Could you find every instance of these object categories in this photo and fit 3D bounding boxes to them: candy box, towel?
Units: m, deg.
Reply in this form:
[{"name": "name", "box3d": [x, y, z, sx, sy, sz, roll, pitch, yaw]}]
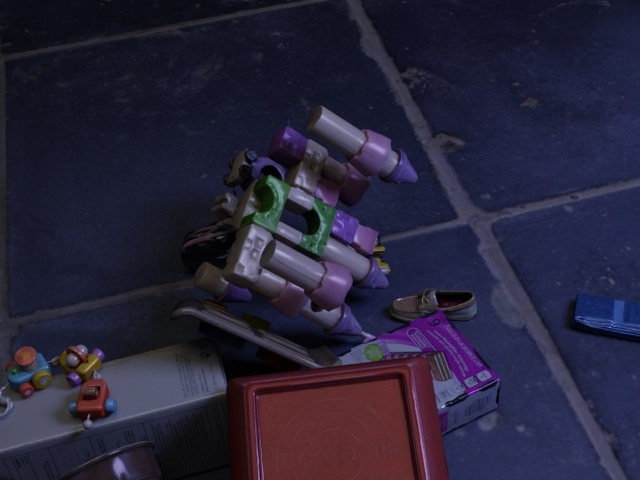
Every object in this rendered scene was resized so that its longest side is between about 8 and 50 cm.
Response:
[{"name": "candy box", "box3d": [0.113, 0.210, 1.372, 0.233, 0.071, 0.159, -23, 46, -17]}, {"name": "towel", "box3d": [0.442, 0.114, 1.470, 0.119, 0.029, 0.067, 9, 45, 15]}]

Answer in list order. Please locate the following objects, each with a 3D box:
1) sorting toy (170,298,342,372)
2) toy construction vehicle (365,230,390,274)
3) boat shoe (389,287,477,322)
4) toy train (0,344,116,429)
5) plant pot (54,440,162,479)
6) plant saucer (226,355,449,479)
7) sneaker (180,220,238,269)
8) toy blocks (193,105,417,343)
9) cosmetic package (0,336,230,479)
[{"name": "sorting toy", "box3d": [-0.098, 0.135, 1.374, 0.229, 0.307, 0.041, 20, 88, -6]}, {"name": "toy construction vehicle", "box3d": [0.067, 0.031, 1.593, 0.085, 0.035, 0.098, -8, 46, -18]}, {"name": "boat shoe", "box3d": [0.174, 0.095, 1.502, 0.135, 0.045, 0.050, -3, 44, 2]}, {"name": "toy train", "box3d": [-0.338, 0.178, 1.240, 0.166, 0.046, 0.125, 0, 41, 6]}, {"name": "plant pot", "box3d": [-0.243, 0.357, 1.177, 0.167, 0.167, 0.165, -24, 72, -18]}, {"name": "plant saucer", "box3d": [0.020, 0.257, 1.141, 0.258, 0.048, 0.259, -7, 57, 0]}, {"name": "sneaker", "box3d": [-0.148, -0.009, 1.627, 0.178, 0.072, 0.077, -7, 32, -11]}, {"name": "toy blocks", "box3d": [0.000, 0.000, 1.479, 0.260, 0.309, 0.289, 29, 65, -24]}, {"name": "cosmetic package", "box3d": [-0.272, 0.251, 1.305, 0.309, 0.160, 0.113, -12, 43, -8]}]
